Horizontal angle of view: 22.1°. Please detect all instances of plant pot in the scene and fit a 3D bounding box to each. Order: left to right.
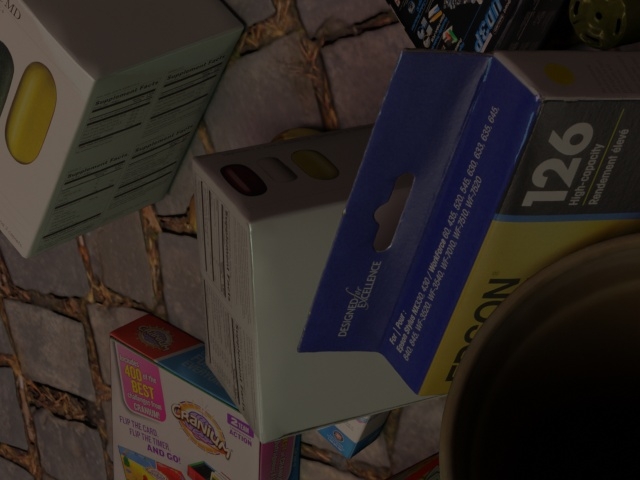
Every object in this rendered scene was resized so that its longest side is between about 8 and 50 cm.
[{"bbox_3d":[0.230,-0.179,1.239,0.083,0.079,0.083,23,126,36],"label":"plant pot"},{"bbox_3d":[0.269,0.199,1.225,0.323,0.323,0.280,33,163,29],"label":"plant pot"}]

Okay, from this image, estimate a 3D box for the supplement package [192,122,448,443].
[{"bbox_3d":[0.043,0.022,1.370,0.145,0.261,0.204,-133,36,-56],"label":"supplement package"}]

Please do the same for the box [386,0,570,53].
[{"bbox_3d":[0.132,-0.232,1.288,0.175,0.051,0.220,61,143,34],"label":"box"}]

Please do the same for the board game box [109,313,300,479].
[{"bbox_3d":[-0.133,0.270,1.851,0.242,0.064,0.317,26,127,34],"label":"board game box"}]

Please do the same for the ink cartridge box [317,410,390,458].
[{"bbox_3d":[0.030,0.142,1.629,0.088,0.052,0.122,42,136,21],"label":"ink cartridge box"}]

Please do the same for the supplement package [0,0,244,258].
[{"bbox_3d":[-0.246,-0.162,1.635,0.199,0.198,0.263,47,136,17],"label":"supplement package"}]

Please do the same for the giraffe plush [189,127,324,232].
[{"bbox_3d":[0.000,0.000,1.530,0.210,0.181,0.171,-14,114,13],"label":"giraffe plush"}]

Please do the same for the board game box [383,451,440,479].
[{"bbox_3d":[0.044,0.275,1.579,0.147,0.193,0.045,-37,83,48],"label":"board game box"}]

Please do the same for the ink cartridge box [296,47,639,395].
[{"bbox_3d":[0.167,-0.006,1.234,0.072,0.307,0.304,-116,33,-40],"label":"ink cartridge box"}]
